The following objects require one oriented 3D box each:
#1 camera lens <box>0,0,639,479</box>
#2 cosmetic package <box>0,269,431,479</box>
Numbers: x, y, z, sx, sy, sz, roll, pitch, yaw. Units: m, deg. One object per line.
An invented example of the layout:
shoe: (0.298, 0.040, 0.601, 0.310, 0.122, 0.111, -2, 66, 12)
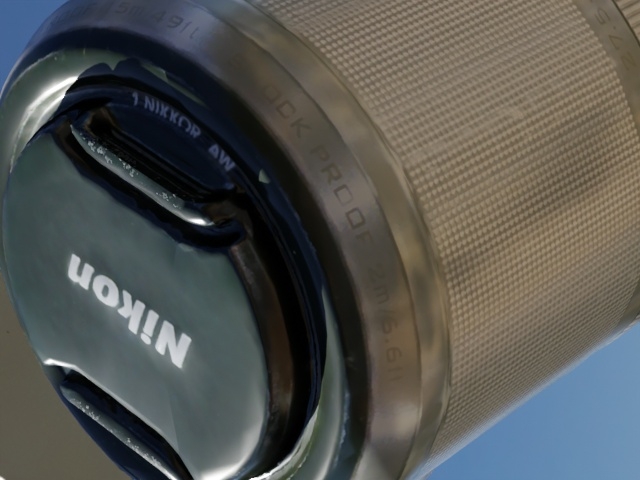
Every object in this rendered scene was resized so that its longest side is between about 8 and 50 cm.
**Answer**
camera lens: (0.022, -0.025, 0.723, 0.274, 0.219, 0.219, -29, -62, -40)
cosmetic package: (-0.098, 0.096, 1.037, 0.160, 0.309, 0.113, -57, -13, 1)
